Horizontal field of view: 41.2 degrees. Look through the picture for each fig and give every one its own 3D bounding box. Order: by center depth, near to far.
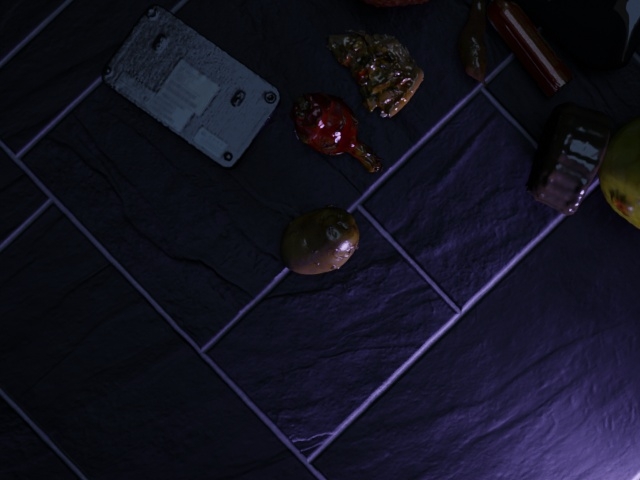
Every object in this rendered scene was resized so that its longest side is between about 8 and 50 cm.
[{"bbox_3d":[0.738,-0.156,1.752,0.326,0.258,0.258,-27,90,-14],"label":"fig"}]

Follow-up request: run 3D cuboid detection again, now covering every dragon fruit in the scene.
[{"bbox_3d":[0.041,-0.222,1.804,0.246,0.125,0.125,35,121,-15],"label":"dragon fruit"}]

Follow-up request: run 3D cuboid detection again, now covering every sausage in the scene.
[{"bbox_3d":[0.441,-0.427,1.832,0.083,0.083,0.264,-37,90,-2],"label":"sausage"}]

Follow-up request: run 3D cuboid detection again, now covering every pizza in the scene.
[{"bbox_3d":[0.123,-0.380,1.829,0.147,0.069,0.226,-33,90,0],"label":"pizza"}]

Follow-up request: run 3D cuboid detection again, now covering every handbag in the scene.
[{"bbox_3d":[0.591,-0.551,1.796,0.288,0.152,0.342,33,103,13],"label":"handbag"}]

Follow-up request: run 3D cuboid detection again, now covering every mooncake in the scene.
[{"bbox_3d":[0.508,-0.172,1.762,0.124,0.228,0.228,21,89,7],"label":"mooncake"}]

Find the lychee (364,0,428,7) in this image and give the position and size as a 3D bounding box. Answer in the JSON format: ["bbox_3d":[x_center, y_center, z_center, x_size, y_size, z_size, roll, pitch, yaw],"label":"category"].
[{"bbox_3d":[0.150,-0.602,1.752,0.260,0.260,0.260,0,89,-1],"label":"lychee"}]

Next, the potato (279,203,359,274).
[{"bbox_3d":[0.000,0.000,1.796,0.176,0.137,0.137,-16,90,20],"label":"potato"}]

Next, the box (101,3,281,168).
[{"bbox_3d":[-0.274,-0.326,1.824,0.350,0.058,0.211,35,89,0],"label":"box"}]

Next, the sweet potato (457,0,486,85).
[{"bbox_3d":[0.327,-0.441,1.839,0.068,0.068,0.226,1,81,-1],"label":"sweet potato"}]
